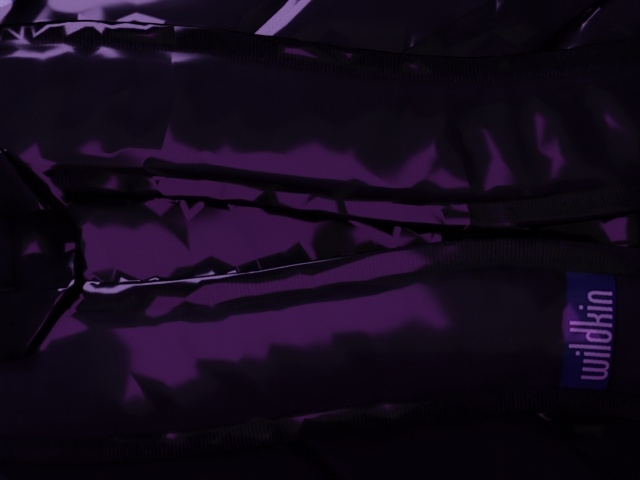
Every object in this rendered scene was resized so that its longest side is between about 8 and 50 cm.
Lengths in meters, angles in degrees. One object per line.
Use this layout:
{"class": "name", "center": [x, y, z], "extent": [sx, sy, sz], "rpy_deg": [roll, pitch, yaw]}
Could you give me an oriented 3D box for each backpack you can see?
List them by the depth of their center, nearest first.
{"class": "backpack", "center": [0.000, 0.000, 0.680], "extent": [0.355, 0.273, 0.290], "rpy_deg": [-5, 94, -20]}
